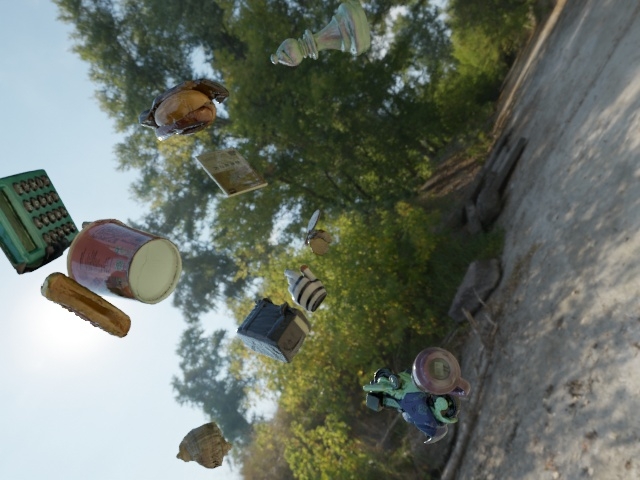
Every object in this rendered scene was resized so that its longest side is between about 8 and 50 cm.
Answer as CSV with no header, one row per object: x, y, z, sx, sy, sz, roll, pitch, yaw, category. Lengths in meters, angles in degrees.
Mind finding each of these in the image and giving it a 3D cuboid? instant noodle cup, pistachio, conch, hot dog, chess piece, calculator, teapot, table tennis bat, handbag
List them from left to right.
-0.786,-0.063,1.147,0.274,0.058,0.249,-84,-24,-71,calculator
-0.619,0.179,1.115,0.289,0.068,0.083,60,-161,-48,hot dog
-0.555,0.067,1.219,0.243,0.231,0.243,-31,-54,-58,instant noodle cup
-0.456,-0.408,1.407,0.193,0.325,0.108,12,-117,-46,hot dog
-0.423,0.753,1.532,0.130,0.206,0.156,121,146,-44,conch
-0.165,0.333,1.561,0.181,0.254,0.181,-54,-48,-32,handbag
-0.008,-0.543,1.147,0.271,0.139,0.139,-22,-18,-2,chess piece
0.000,0.000,1.603,0.173,0.089,0.049,72,-175,-62,pistachio
0.008,-0.036,1.765,0.107,0.118,0.170,-33,35,62,table tennis bat
0.307,0.351,1.099,0.146,0.148,0.116,97,173,-62,teapot

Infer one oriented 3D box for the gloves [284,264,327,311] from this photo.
-0.083,0.200,1.795,0.131,0.218,0.140,-22,-36,-61,gloves

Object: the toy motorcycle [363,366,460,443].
0.299,0.532,1.361,0.125,0.330,0.197,0,-87,-44,toy motorcycle

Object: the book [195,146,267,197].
-0.425,-0.332,1.989,0.216,0.310,0.021,-24,-32,-35,book

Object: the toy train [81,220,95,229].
-0.826,-0.042,1.591,0.038,0.147,0.071,-91,2,-50,toy train
